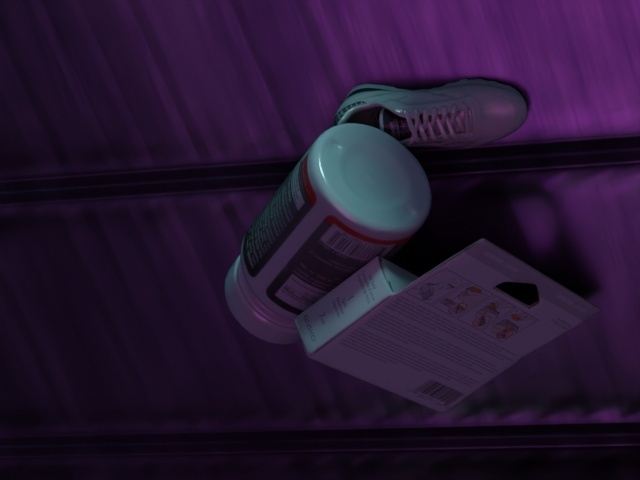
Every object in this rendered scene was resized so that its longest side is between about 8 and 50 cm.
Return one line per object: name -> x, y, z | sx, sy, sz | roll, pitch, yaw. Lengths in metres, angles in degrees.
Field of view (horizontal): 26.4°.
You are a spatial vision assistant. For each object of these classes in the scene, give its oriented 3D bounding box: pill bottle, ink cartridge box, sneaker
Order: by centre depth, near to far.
ink cartridge box -> 0.159, 0.090, 1.659 | 0.261, 0.296, 0.066 | -36, 53, 22
sneaker -> 0.134, -0.146, 1.673 | 0.235, 0.095, 0.090 | -3, 106, 12
pill bottle -> 0.000, 0.000, 1.676 | 0.161, 0.161, 0.283 | 39, 136, -2
